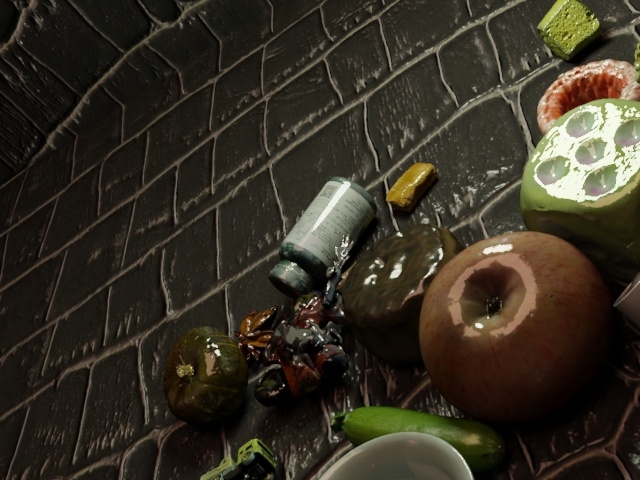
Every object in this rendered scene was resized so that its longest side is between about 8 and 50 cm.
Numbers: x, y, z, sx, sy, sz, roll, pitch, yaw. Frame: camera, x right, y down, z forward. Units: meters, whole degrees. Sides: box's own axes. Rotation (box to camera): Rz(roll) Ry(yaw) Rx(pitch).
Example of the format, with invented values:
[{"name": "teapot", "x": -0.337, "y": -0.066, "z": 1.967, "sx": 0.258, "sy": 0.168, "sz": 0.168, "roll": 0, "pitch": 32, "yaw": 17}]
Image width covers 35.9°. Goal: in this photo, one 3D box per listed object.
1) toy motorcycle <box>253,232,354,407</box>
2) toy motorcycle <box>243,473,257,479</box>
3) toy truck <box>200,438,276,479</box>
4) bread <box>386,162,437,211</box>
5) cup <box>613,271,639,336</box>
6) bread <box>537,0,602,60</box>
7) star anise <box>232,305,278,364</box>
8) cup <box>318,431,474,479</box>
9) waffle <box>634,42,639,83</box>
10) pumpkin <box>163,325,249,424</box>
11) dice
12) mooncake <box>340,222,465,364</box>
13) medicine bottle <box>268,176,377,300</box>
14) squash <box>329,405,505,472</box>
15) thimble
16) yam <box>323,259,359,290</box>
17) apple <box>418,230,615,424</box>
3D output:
[{"name": "toy motorcycle", "x": 0.003, "y": 0.176, "z": 2.098, "sx": 0.207, "sy": 0.134, "sz": 0.401, "roll": -5, "pitch": 49, "yaw": 42}, {"name": "toy motorcycle", "x": -0.204, "y": 0.599, "z": 1.827, "sx": 0.358, "sy": 0.125, "sz": 0.212, "roll": -36, "pitch": 31, "yaw": 8}, {"name": "toy truck", "x": -0.170, "y": 0.470, "z": 1.989, "sx": 0.169, "sy": 0.077, "sz": 0.100, "roll": -39, "pitch": 19, "yaw": 10}, {"name": "bread", "x": 0.213, "y": -0.126, "z": 2.305, "sx": 0.132, "sy": 0.053, "sz": 0.074, "roll": -48, "pitch": 33, "yaw": -14}, {"name": "cup", "x": 0.553, "y": 0.113, "z": 1.601, "sx": 0.099, "sy": 0.133, "sz": 0.136, "roll": -49, "pitch": -10, "yaw": 1}, {"name": "bread", "x": 0.578, "y": -0.493, "z": 2.301, "sx": 0.114, "sy": 0.129, "sz": 0.111, "roll": -46, "pitch": -4, "yaw": 2}, {"name": "star anise", "x": -0.140, "y": 0.219, "z": 2.268, "sx": 0.157, "sy": 0.053, "sz": 0.212, "roll": -29, "pitch": 33, "yaw": 19}, {"name": "cup", "x": 0.131, "y": 0.494, "z": 1.565, "sx": 0.347, "sy": 0.163, "sz": 0.347, "roll": -28, "pitch": 35, "yaw": 21}, {"name": "waffle", "x": 0.697, "y": -0.298, "z": 1.889, "sx": 0.054, "sy": 0.223, "sz": 0.204, "roll": -63, "pitch": 2, "yaw": 37}, {"name": "pumpkin", "x": -0.262, "y": 0.303, "z": 2.170, "sx": 0.219, "sy": 0.162, "sz": 0.219, "roll": -13, "pitch": 70, "yaw": 38}, {"name": "dice", "x": 0.522, "y": -0.079, "z": 1.738, "sx": 0.250, "sy": 0.252, "sz": 0.254, "roll": 18, "pitch": 69, "yaw": 49}, {"name": "mooncake", "x": 0.177, "y": 0.101, "z": 1.980, "sx": 0.290, "sy": 0.161, "sz": 0.290, "roll": -28, "pitch": 33, "yaw": 20}, {"name": "medicine bottle", "x": 0.000, "y": 0.000, "z": 2.296, "sx": 0.141, "sy": 0.141, "sz": 0.293, "roll": 11, "pitch": 59, "yaw": 51}, {"name": "squash", "x": 0.166, "y": 0.351, "z": 1.756, "sx": 0.378, "sy": 0.101, "sz": 0.101, "roll": 0, "pitch": 51, "yaw": 41}, {"name": "thimble", "x": 0.564, "y": -0.235, "z": 1.976, "sx": 0.239, "sy": 0.162, "sz": 0.239, "roll": -24, "pitch": 36, "yaw": 19}, {"name": "yam", "x": 0.068, "y": 0.079, "z": 2.236, "sx": 0.145, "sy": 0.032, "sz": 0.032, "roll": -41, "pitch": 33, "yaw": -2}, {"name": "apple", "x": 0.323, "y": 0.140, "z": 1.682, "sx": 0.345, "sy": 0.269, "sz": 0.345, "roll": -26, "pitch": 37, "yaw": 21}]
